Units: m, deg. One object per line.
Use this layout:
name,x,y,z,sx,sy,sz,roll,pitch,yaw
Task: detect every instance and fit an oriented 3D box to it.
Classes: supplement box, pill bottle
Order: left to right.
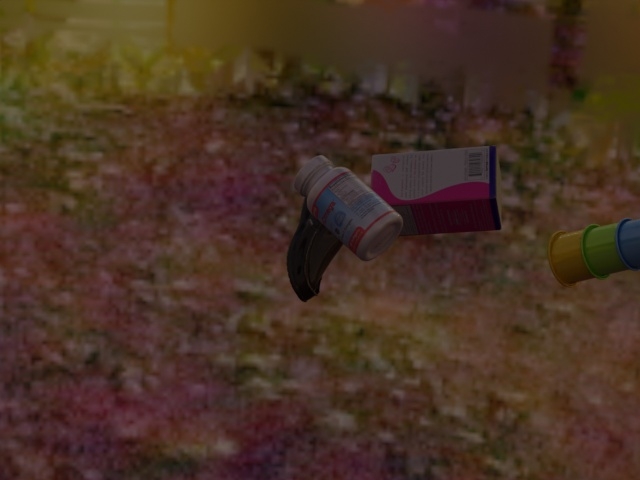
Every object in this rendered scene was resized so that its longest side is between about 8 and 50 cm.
pill bottle,0.038,-0.050,1.864,0.160,0.087,0.087,43,32,23
supplement box,0.204,-0.085,2.240,0.220,0.111,0.114,-2,-32,12

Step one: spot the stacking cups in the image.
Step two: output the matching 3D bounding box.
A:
stacking cups,0.501,-0.007,1.960,0.096,0.096,0.316,-12,-6,-46

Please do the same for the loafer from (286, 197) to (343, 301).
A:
loafer,0.000,0.000,2.162,0.078,0.220,0.080,-2,-28,24
